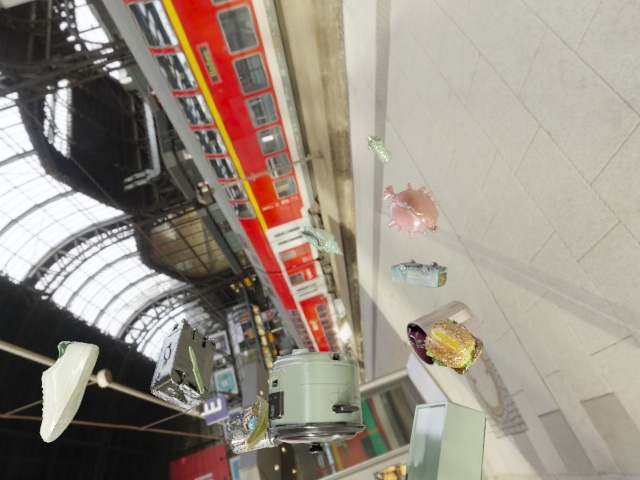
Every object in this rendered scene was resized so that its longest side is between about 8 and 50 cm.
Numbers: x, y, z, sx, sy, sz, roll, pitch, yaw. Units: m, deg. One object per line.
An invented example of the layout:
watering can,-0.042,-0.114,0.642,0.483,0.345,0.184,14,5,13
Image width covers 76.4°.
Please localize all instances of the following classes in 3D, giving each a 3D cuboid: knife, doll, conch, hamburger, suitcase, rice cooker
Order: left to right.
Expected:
suitcase,-0.699,0.639,2.094,0.283,0.194,0.434,48,-164,-31
knife,-0.467,0.482,1.524,0.207,0.014,0.030,57,-174,37
rice cooker,-0.013,0.402,1.014,0.280,0.241,0.227,-32,51,45
conch,0.000,0.005,1.297,0.180,0.088,0.065,31,129,25
doll,0.342,-0.120,1.545,0.261,0.211,0.093,36,176,25
hamburger,0.369,0.298,1.156,0.087,0.137,0.166,30,-178,-27

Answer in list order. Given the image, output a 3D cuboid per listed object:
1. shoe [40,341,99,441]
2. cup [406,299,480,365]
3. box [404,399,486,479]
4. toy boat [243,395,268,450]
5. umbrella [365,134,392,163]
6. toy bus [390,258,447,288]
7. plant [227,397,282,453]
shoe,-0.731,0.413,1.144,0.095,0.110,0.265,112,176,-70
cup,0.545,0.387,1.815,0.208,0.273,0.289,46,152,49
box,0.329,0.561,1.075,0.225,0.117,0.225,109,179,-64
toy boat,-0.178,0.496,1.109,0.172,0.066,0.065,-93,21,-69
umbrella,0.245,-0.389,1.718,0.143,0.067,0.062,45,-165,-9
toy bus,0.435,0.147,1.807,0.261,0.091,0.109,4,100,50
plant,-0.176,0.606,1.337,0.164,0.255,0.142,105,144,-59
